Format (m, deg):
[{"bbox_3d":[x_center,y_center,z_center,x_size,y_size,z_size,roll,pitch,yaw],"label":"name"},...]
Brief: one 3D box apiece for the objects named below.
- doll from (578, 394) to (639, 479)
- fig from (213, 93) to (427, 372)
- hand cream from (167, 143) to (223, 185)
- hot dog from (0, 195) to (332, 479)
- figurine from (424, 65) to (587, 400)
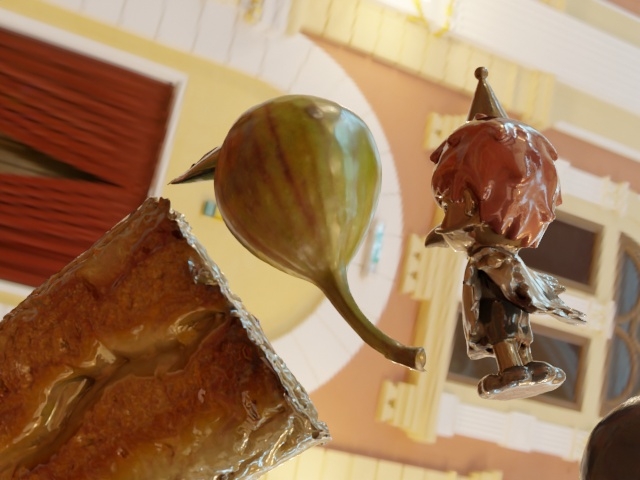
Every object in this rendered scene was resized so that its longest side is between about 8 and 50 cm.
[{"bbox_3d":[0.284,0.247,0.884,0.154,0.228,0.258,30,-75,59],"label":"doll"},{"bbox_3d":[-0.001,-0.013,0.497,0.093,0.093,0.166,-63,-151,22],"label":"fig"},{"bbox_3d":[-0.095,-0.096,1.152,0.086,0.055,0.235,-37,-164,-29],"label":"hand cream"},{"bbox_3d":[-0.230,0.186,1.192,0.365,0.196,0.367,-35,-110,1],"label":"hot dog"},{"bbox_3d":[0.188,-0.022,1.114,0.166,0.207,0.387,-18,-108,30],"label":"figurine"}]
